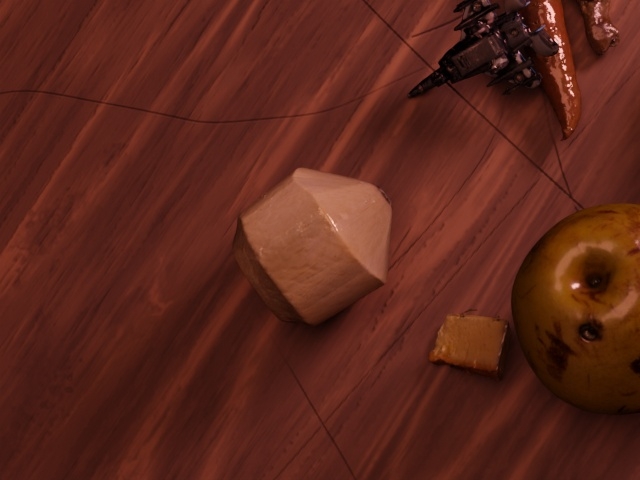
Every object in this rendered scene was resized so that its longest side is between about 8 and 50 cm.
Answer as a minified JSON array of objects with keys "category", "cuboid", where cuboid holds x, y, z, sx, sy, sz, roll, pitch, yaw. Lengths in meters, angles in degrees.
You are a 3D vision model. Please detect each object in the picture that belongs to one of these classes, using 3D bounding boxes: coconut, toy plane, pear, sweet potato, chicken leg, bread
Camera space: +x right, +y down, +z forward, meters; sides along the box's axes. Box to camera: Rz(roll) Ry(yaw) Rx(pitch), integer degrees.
[{"category":"coconut","cuboid":[0.000,0.000,1.819,0.222,0.202,0.202,-33,69,8]},{"category":"toy plane","cuboid":[0.208,-0.256,1.855,0.246,0.078,0.169,-29,96,31]},{"category":"pear","cuboid":[0.372,0.081,1.646,0.283,0.283,0.284,-4,74,16]},{"category":"sweet potato","cuboid":[0.312,-0.284,1.872,0.072,0.066,0.315,-25,67,50]},{"category":"chicken leg","cuboid":[0.378,-0.353,1.874,0.084,0.069,0.198,-8,79,-10]},{"category":"bread","cuboid":[0.199,0.133,1.784,0.109,0.080,0.084,14,78,18]}]
